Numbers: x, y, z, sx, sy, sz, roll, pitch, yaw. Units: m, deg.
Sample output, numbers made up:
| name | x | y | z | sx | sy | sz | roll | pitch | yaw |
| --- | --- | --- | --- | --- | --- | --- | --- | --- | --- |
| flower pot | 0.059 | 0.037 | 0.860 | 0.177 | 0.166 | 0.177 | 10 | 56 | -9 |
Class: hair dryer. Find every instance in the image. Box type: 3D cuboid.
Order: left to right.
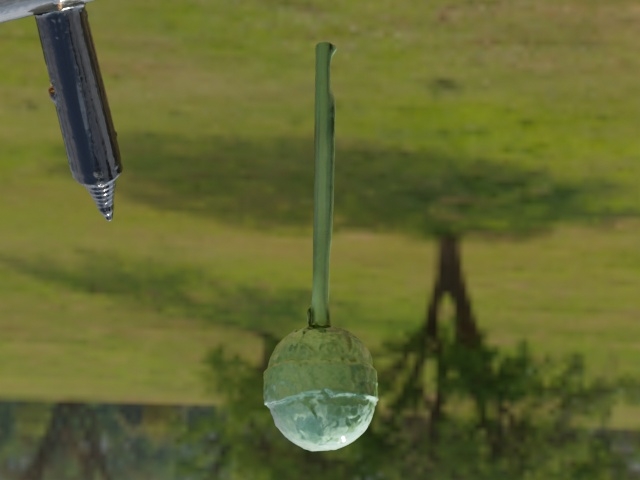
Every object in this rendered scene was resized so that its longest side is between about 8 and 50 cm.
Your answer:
| name | x | y | z | sx | sy | sz | roll | pitch | yaw |
| --- | --- | --- | --- | --- | --- | --- | --- | --- | --- |
| hair dryer | -0.262 | -0.162 | 1.813 | 0.189 | 0.352 | 0.107 | -14 | -148 | -9 |

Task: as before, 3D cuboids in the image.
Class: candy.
| name | x | y | z | sx | sy | sz | roll | pitch | yaw |
| --- | --- | --- | --- | --- | --- | --- | --- | --- | --- |
| candy | 0.000 | 0.000 | 1.918 | 0.119 | 0.440 | 0.119 | 0 | 167 | 0 |
